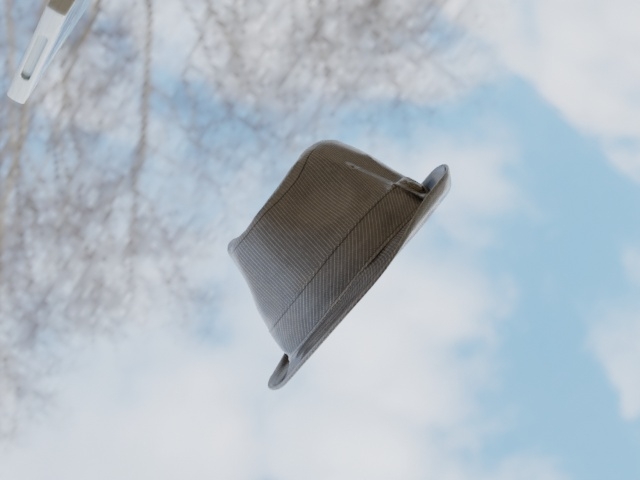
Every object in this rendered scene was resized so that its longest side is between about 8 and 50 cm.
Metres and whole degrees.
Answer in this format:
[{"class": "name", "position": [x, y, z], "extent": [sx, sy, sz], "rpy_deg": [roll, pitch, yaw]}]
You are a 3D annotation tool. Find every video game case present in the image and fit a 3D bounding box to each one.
[{"class": "video game case", "position": [-0.217, -0.234, 1.680], "extent": [0.022, 0.173, 0.190], "rpy_deg": [31, -120, -7]}]

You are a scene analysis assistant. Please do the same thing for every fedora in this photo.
[{"class": "fedora", "position": [0.000, 0.000, 1.649], "extent": [0.124, 0.243, 0.275], "rpy_deg": [41, -147, 2]}]
